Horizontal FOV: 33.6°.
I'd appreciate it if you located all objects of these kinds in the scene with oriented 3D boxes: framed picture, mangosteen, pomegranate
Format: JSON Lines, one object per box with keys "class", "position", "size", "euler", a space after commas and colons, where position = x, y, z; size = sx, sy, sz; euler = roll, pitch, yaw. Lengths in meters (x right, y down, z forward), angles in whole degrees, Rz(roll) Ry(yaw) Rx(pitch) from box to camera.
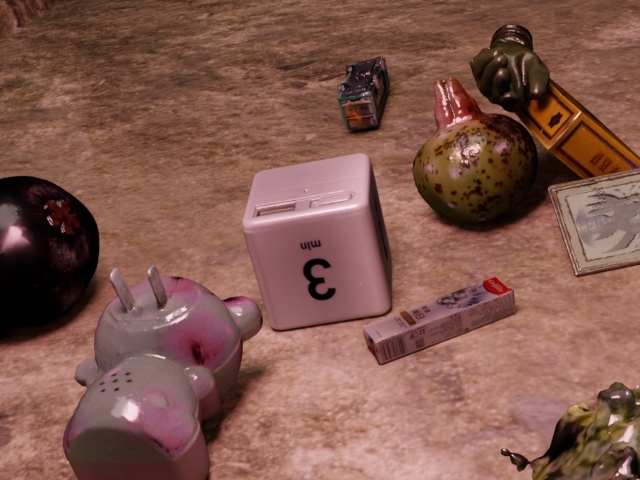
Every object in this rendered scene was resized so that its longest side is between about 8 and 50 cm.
{"class": "framed picture", "position": [0.479, -0.039, 1.614], "size": [0.231, 0.010, 0.173], "euler": [-13, 55, 4]}
{"class": "mangosteen", "position": [-0.529, 0.037, 1.804], "size": [0.302, 0.275, 0.275], "euler": [-39, 16, 28]}
{"class": "pomegranate", "position": [0.247, -0.156, 1.770], "size": [0.214, 0.248, 0.214], "euler": [-23, 4, 2]}

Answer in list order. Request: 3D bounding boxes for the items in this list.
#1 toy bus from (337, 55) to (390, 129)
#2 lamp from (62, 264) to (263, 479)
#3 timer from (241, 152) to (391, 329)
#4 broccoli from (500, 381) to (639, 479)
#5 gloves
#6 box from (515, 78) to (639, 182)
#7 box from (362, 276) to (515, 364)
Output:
{"class": "toy bus", "position": [0.098, -0.326, 2.302], "size": [0.091, 0.109, 0.261], "euler": [-7, 26, 16]}
{"class": "lamp", "position": [-0.227, 0.165, 1.404], "size": [0.247, 0.247, 0.301], "euler": [-7, 36, 19]}
{"class": "timer", "position": [0.000, 0.000, 1.646], "size": [0.192, 0.195, 0.194], "euler": [-10, 29, 9]}
{"class": "broccoli", "position": [0.301, 0.272, 0.950], "size": [0.348, 0.293, 0.281], "euler": [-24, -11, -40]}
{"class": "gloves", "position": [0.311, -0.278, 1.751], "size": [0.135, 0.107, 0.268], "euler": [8, 26, 10]}
{"class": "box", "position": [0.425, -0.185, 1.793], "size": [0.084, 0.193, 0.301], "euler": [-50, 22, 16]}
{"class": "box", "position": [0.171, 0.113, 1.520], "size": [0.218, 0.039, 0.055], "euler": [-20, 27, -12]}
